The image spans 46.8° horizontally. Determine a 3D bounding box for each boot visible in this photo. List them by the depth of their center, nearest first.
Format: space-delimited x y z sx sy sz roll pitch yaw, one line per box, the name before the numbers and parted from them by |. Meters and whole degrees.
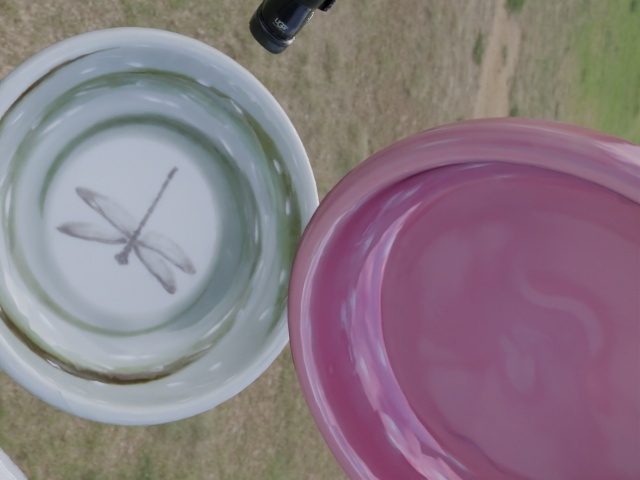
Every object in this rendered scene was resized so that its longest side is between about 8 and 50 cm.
boot | 0.006 -0.394 1.058 0.094 0.207 0.246 40 38 -21

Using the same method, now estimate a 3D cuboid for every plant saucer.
plant saucer | 0.132 0.081 0.462 0.084 0.332 0.332 -32 127 -47
plant saucer | -0.185 -0.015 0.781 0.400 0.100 0.401 0 90 -36

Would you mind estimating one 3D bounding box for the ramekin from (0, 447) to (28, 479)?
ramekin | -0.132 0.123 0.143 0.135 0.277 0.277 -40 140 -14
